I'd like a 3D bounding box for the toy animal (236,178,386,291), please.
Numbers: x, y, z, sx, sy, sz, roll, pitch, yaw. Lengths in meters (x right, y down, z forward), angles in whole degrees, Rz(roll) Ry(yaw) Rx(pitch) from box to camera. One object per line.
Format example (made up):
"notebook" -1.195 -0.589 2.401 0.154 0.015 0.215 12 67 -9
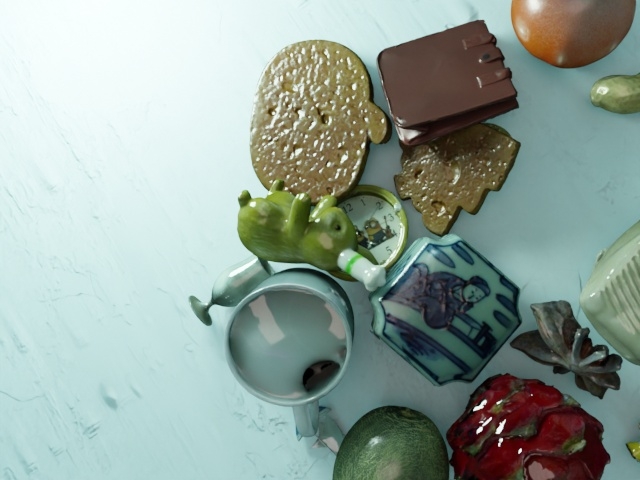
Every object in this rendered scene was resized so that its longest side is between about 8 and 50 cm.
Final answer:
"toy animal" -0.004 -0.019 1.593 0.363 0.181 0.180 12 102 21

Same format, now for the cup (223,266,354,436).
"cup" -0.044 0.240 1.613 0.260 0.274 0.356 -9 98 7

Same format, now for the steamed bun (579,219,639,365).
"steamed bun" 0.712 0.066 1.512 0.383 0.236 0.247 -45 88 5

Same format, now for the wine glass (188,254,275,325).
"wine glass" -0.206 0.112 1.746 0.202 0.093 0.093 -33 82 7

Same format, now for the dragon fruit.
"dragon fruit" 0.416 0.433 1.507 0.329 0.329 0.329 -1 87 10

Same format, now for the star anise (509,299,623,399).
"star anise" 0.533 0.230 1.559 0.258 0.198 0.110 35 61 9

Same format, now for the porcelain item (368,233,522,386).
"porcelain item" 0.266 0.148 1.591 0.281 0.157 0.286 42 88 -4

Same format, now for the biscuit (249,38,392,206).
"biscuit" -0.001 -0.272 1.732 0.351 0.070 0.394 11 88 17

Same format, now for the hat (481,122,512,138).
"hat" 0.371 -0.202 1.669 0.146 0.067 0.146 -1 87 11

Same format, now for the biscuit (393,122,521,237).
"biscuit" 0.306 -0.157 1.650 0.302 0.043 0.278 -15 82 30

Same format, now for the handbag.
"handbag" 0.277 -0.356 1.645 0.276 0.084 0.260 -17 56 9

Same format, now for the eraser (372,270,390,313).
"eraser" 0.146 0.121 1.694 0.026 0.065 0.105 14 89 12

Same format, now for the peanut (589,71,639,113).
"peanut" 0.698 -0.326 1.604 0.214 0.090 0.098 -6 98 9

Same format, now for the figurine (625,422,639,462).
"figurine" 0.775 0.397 1.533 0.263 0.143 0.162 -37 75 17

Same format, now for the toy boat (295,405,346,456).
"toy boat" 0.013 0.444 1.715 0.149 0.034 0.105 23 93 11

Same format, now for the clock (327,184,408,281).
"clock" 0.094 -0.014 1.702 0.237 0.057 0.237 -6 72 20

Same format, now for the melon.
"melon" 0.148 0.517 1.583 0.249 0.248 0.329 12 92 11

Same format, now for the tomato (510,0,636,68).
"tomato" 0.540 -0.500 1.582 0.256 0.224 0.255 -3 77 11
